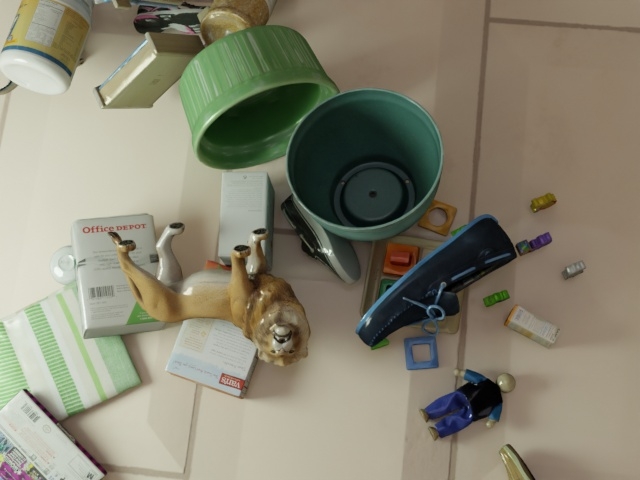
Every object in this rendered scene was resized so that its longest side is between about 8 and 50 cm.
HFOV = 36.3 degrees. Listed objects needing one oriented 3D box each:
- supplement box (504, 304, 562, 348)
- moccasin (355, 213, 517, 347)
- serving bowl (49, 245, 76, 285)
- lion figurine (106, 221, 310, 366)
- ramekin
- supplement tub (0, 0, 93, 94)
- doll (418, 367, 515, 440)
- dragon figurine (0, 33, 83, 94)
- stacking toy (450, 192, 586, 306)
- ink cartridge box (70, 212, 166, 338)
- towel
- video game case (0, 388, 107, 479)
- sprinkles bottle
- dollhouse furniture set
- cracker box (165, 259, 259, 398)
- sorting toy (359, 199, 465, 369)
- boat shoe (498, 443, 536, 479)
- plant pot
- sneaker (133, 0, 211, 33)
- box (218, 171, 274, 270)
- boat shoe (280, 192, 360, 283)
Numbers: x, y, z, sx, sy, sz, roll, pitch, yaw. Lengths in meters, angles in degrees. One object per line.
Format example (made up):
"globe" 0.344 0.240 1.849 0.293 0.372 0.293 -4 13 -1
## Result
"supplement box" 0.405 0.164 1.863 0.098 0.062 0.036 28 78 10
"moccasin" 0.220 0.090 1.808 0.342 0.138 0.117 -40 78 -3
"serving bowl" -0.510 0.048 1.975 0.083 0.027 0.083 -1 75 5
"lion figurine" -0.207 0.100 1.812 0.392 0.142 0.240 8 118 17
"ramekin" -0.126 -0.280 1.894 0.303 0.303 0.148 -23 71 -2
"supplement tub" -0.542 -0.408 1.949 0.144 0.144 0.199 12 71 7
"doll" 0.282 0.301 1.845 0.189 0.046 0.129 -26 76 -2
"dragon figurine" -0.603 -0.411 2.068 0.289 0.085 0.144 -35 74 -10
"stacking toy" 0.388 0.020 1.907 0.221 0.052 0.167 -21 73 -2
"ink cartridge box" -0.395 0.069 1.907 0.160 0.092 0.219 -5 73 -19
"towel" -0.547 0.241 1.925 0.325 0.038 0.248 -25 77 -5
"video game case" -0.559 0.436 1.850 0.232 0.042 0.210 44 84 3
"sprinkles bottle" -0.134 -0.524 1.983 0.121 0.121 0.355 13 53 7
"dollhouse furniture set" -0.360 -0.449 1.980 0.198 0.286 0.303 -33 76 36
"cracker box" -0.185 0.173 1.899 0.156 0.067 0.232 19 77 8
"sorting toy" 0.186 0.077 1.908 0.196 0.047 0.347 9 76 6
"boat shoe" 0.370 0.469 1.788 0.072 0.068 0.190 -31 76 8
"plant pot" 0.094 -0.119 1.879 0.293 0.196 0.293 -3 68 8
"sneaker" -0.308 -0.492 2.081 0.178 0.072 0.077 0 64 -2
"box" -0.143 -0.036 1.918 0.091 0.130 0.170 1 75 4
"boat shoe" 0.000 0.000 1.935 0.070 0.078 0.219 -39 77 30
